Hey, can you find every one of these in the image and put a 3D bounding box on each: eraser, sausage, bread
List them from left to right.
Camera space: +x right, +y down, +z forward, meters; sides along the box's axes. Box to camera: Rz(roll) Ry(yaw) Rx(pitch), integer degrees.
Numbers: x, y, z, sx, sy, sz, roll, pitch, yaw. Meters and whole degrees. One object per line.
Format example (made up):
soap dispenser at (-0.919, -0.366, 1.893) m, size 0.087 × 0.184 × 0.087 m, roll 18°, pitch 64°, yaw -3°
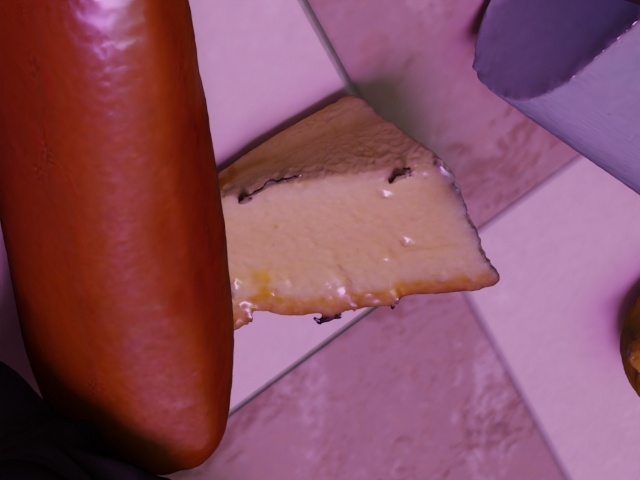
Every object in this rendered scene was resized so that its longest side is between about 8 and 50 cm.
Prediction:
sausage at (-0.082, -0.026, 0.731) m, size 0.083 × 0.089 × 0.300 m, roll -17°, pitch 130°, yaw -13°
bread at (0.000, 0.000, 0.808) m, size 0.109 × 0.080 × 0.084 m, roll -32°, pitch 132°, yaw -12°
eraser at (0.196, -0.084, 0.863) m, size 0.174 × 0.081 × 0.227 m, roll -42°, pitch 135°, yaw 20°

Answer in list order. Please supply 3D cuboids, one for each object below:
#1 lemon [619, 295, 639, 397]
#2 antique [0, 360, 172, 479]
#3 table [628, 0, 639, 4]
lemon at (0.192, 0.053, 0.972) m, size 0.110 × 0.082 × 0.082 m, roll 7°, pitch 118°, yaw -31°
antique at (-0.178, 0.188, 0.758) m, size 0.322 × 0.185 × 0.255 m, roll -25°, pitch 134°, yaw -6°
table at (0.155, -0.245, 0.611) m, size 0.317 × 0.317 × 0.249 m, roll -45°, pitch 120°, yaw 4°
